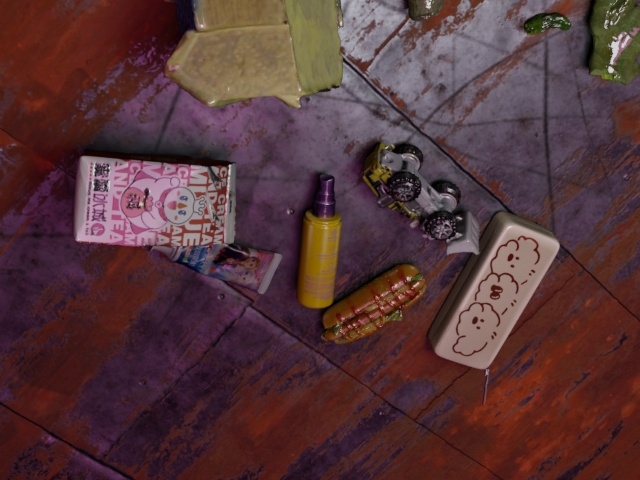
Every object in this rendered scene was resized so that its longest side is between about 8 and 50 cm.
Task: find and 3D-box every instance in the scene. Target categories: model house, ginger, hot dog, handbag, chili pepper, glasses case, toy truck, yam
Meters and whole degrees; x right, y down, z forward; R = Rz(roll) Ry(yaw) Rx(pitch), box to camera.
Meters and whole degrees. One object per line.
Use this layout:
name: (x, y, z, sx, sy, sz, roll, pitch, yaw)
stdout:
model house: (-0.124, -0.382, 1.655, 0.267, 0.261, 0.321, -5, 101, 20)
ginger: (0.575, -0.431, 1.813, 0.137, 0.089, 0.289, -1, 112, 11)
hot dog: (0.109, 0.143, 2.012, 0.250, 0.076, 0.104, -31, 118, 3)
handbag: (-0.301, -0.073, 1.779, 0.298, 0.151, 0.171, 4, 99, -13)
chili pepper: (0.428, -0.410, 1.828, 0.091, 0.034, 0.030, -10, 150, -6)
glasses case: (0.362, 0.109, 2.038, 0.144, 0.076, 0.336, 19, 111, -18)
toy truck: (0.199, -0.075, 1.894, 0.111, 0.136, 0.286, -33, 116, 31)
yam: (0.186, -0.472, 1.728, 0.070, 0.069, 0.146, -8, 118, -6)

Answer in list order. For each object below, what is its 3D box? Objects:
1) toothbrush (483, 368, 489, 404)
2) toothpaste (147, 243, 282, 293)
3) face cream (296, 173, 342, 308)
toothbrush: (0.374, 0.332, 2.188, 0.008, 0.006, 0.096, 2, 116, 2)
toothpaste: (-0.209, 0.034, 1.918, 0.266, 0.061, 0.096, 18, 110, -25)
face cream: (0.000, 0.000, 1.919, 0.078, 0.078, 0.273, 1, 115, -10)
